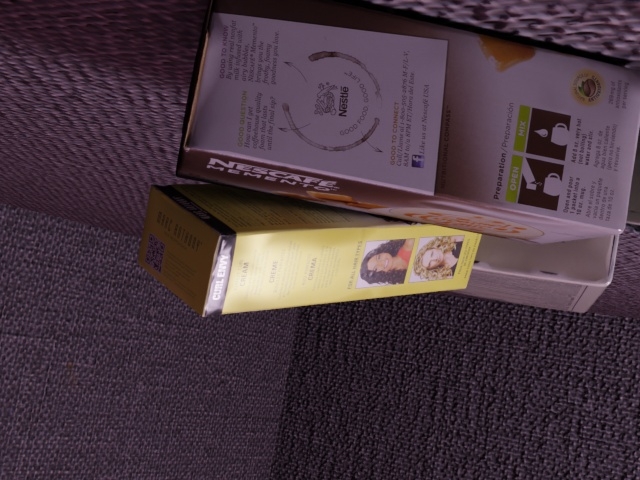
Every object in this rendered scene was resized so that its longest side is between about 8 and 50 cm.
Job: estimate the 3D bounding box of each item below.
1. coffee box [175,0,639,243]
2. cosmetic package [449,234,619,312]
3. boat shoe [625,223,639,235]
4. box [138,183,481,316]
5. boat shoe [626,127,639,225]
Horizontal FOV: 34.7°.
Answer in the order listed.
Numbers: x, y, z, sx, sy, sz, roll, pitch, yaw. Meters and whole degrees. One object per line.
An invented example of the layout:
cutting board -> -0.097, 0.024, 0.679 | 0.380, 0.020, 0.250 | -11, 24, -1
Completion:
coffee box -> 0.044, -0.068, 0.614 | 0.247, 0.098, 0.141 | 11, 175, -10
cosmetic package -> 0.181, -0.008, 0.933 | 0.160, 0.113, 0.309 | 9, 175, 11
boat shoe -> 0.344, -0.010, 0.860 | 0.183, 0.065, 0.083 | 7, 179, 41
box -> 0.000, 0.000, 0.697 | 0.232, 0.058, 0.087 | -4, -155, -40
boat shoe -> 0.253, -0.042, 0.616 | 0.069, 0.081, 0.228 | 18, 168, -35
